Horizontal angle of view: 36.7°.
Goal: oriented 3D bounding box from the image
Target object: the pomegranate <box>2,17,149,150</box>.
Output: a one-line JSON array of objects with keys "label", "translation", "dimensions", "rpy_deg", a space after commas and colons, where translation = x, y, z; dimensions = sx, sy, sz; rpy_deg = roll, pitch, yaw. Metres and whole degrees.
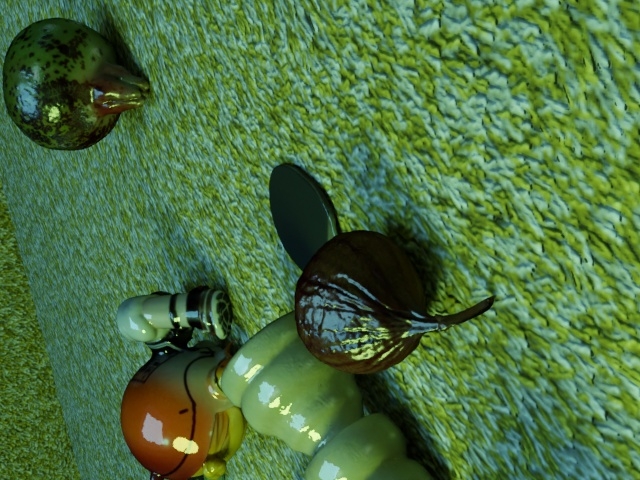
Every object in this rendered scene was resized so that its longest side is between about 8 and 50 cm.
[{"label": "pomegranate", "translation": [-0.379, -0.243, 1.539], "dimensions": [0.247, 0.214, 0.214], "rpy_deg": [8, 123, 19]}]

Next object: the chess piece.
[{"label": "chess piece", "translation": [0.024, 0.240, 1.122], "dimensions": [0.300, 0.167, 0.167], "rpy_deg": [52, 150, 23]}]

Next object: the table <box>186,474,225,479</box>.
[{"label": "table", "translation": [-0.249, 0.529, 1.899], "dimensions": [0.121, 0.111, 0.240], "rpy_deg": [31, 135, 53]}]

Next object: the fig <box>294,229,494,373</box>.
[{"label": "fig", "translation": [0.071, 0.077, 0.942], "dimensions": [0.201, 0.133, 0.146], "rpy_deg": [21, 136, 47]}]

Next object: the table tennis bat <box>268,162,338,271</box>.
[{"label": "table tennis bat", "translation": [0.000, 0.000, 1.135], "dimensions": [0.246, 0.022, 0.138], "rpy_deg": [42, 143, 45]}]

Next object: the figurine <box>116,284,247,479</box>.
[{"label": "figurine", "translation": [-0.226, 0.241, 1.548], "dimensions": [0.320, 0.196, 0.323], "rpy_deg": [-11, 89, 58]}]
